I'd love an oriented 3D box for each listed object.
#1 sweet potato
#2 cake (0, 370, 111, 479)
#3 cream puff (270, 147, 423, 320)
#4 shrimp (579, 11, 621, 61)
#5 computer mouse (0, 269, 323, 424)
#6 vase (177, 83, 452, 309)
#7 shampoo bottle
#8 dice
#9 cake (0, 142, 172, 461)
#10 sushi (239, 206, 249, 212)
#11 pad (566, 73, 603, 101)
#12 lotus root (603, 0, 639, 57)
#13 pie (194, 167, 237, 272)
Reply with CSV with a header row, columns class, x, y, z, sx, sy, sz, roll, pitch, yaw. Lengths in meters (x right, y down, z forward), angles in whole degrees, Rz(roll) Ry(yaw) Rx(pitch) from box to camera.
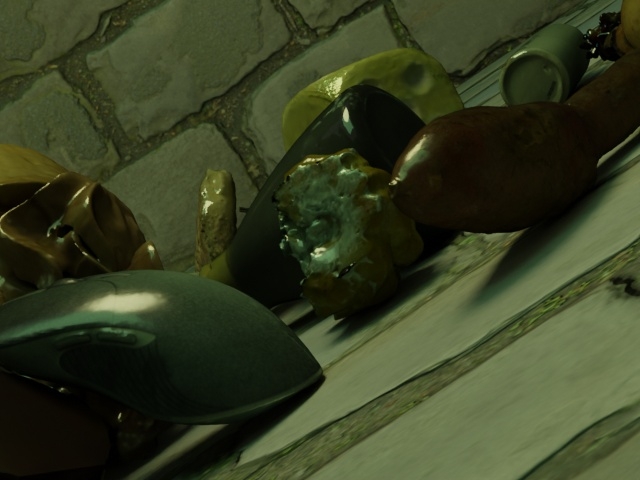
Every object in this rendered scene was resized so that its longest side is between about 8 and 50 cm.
class,x,y,z,sx,sy,sz,roll,pitch,yaw
sweet potato,0.183,-0.075,1.271,0.385,0.109,0.109,-22,-5,-47
cake,-0.267,0.205,1.165,0.208,0.185,0.178,-137,62,-66
cream puff,0.027,-0.004,1.401,0.121,0.156,0.156,-24,6,3
shrimp,0.418,-0.279,1.862,0.222,0.054,0.290,-30,-3,31
computer mouse,-0.177,0.065,1.272,0.379,0.090,0.167,8,15,19
vase,-0.023,-0.001,1.578,0.321,0.173,0.173,-38,3,27
shampoo bottle,0.288,-0.220,1.950,0.085,0.085,0.262,-32,5,23
dice,0.068,-0.128,1.907,0.169,0.169,0.166,-22,-4,-29
cake,-0.281,0.098,1.472,0.332,0.332,0.321,-36,36,-16
sushi,0.000,0.000,1.759,0.192,0.050,0.215,7,3,-3
pad,0.244,-0.122,1.822,0.220,0.004,0.330,-30,6,38
lotus root,0.358,-0.228,1.491,0.221,0.118,0.125,-34,-28,34
pie,-0.120,0.034,1.789,0.052,0.185,0.218,3,-32,-4
